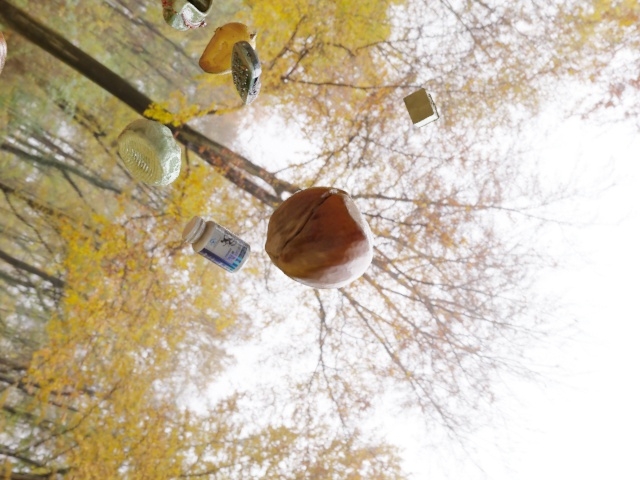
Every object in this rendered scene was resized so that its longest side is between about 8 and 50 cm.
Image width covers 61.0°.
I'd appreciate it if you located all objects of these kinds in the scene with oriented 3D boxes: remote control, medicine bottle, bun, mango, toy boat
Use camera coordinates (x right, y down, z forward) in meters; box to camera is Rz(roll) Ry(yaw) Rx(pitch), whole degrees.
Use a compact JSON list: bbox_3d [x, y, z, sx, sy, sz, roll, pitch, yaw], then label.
[{"bbox_3d":[-0.143,-0.316,1.043,0.042,0.072,0.222,-29,-177,-9],"label":"remote control"},{"bbox_3d":[-0.308,0.010,1.605,0.107,0.191,0.107,-39,-149,29],"label":"medicine bottle"},{"bbox_3d":[-0.462,-0.249,1.498,0.195,0.196,0.118,-11,-151,47],"label":"bun"},{"bbox_3d":[-0.224,-0.460,1.315,0.187,0.101,0.066,-24,-172,34],"label":"mango"},{"bbox_3d":[-0.230,-0.416,0.947,0.071,0.089,0.185,-37,-155,32],"label":"toy boat"}]

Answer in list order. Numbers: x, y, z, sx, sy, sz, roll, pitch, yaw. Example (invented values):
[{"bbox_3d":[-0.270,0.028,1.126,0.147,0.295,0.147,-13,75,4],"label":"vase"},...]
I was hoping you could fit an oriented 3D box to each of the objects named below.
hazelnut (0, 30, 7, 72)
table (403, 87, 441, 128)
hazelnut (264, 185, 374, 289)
[{"bbox_3d":[-1.010,-0.554,1.561,0.210,0.186,0.210,-31,-132,43],"label":"hazelnut"},{"bbox_3d":[0.269,-0.344,1.423,0.062,0.083,0.079,-23,-100,25],"label":"table"},{"bbox_3d":[0.000,0.000,1.791,0.373,0.371,0.316,-100,-172,-45],"label":"hazelnut"}]
